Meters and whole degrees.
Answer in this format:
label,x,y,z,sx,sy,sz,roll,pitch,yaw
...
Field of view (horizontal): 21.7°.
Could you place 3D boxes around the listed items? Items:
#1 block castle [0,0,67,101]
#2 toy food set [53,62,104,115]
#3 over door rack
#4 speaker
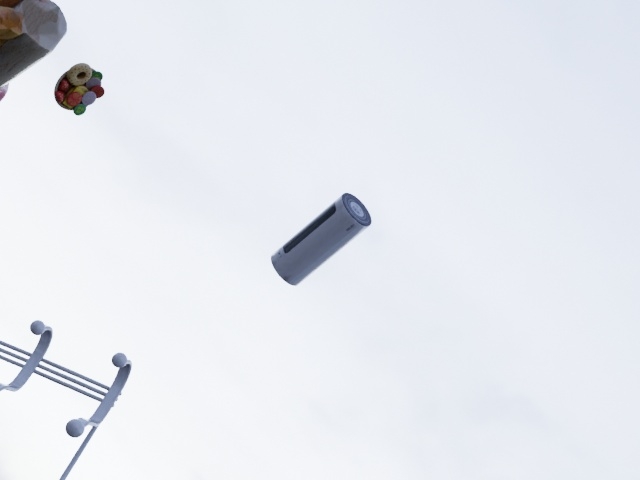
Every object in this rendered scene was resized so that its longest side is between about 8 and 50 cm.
label,x,y,z,sx,sy,sz,roll,pitch,yaw
block castle,-0.429,-0.334,1.489,0.213,0.303,0.453,-24,-108,40
toy food set,-0.379,-0.239,2.625,0.082,0.083,0.020,35,9,-47
over door rack,-0.390,0.226,1.899,0.240,0.324,0.108,21,-24,12
speaker,0.000,0.000,2.140,0.136,0.055,0.055,-40,-80,26
